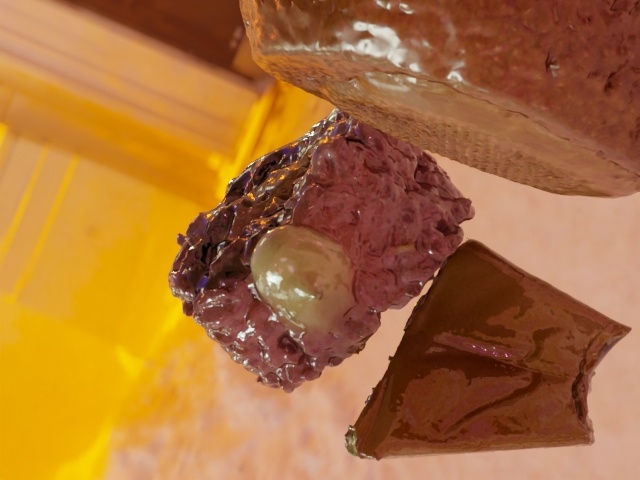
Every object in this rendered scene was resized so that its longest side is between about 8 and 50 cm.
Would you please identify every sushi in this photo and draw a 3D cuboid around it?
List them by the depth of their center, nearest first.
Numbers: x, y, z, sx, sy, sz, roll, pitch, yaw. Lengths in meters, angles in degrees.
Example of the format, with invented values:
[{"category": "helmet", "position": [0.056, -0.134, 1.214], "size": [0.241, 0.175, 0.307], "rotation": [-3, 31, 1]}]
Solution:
[{"category": "sushi", "position": [0.000, 0.000, 1.469], "size": [0.270, 0.171, 0.236], "rotation": [-38, 15, 23]}]

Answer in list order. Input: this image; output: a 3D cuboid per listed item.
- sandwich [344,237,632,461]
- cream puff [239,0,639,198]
[{"category": "sandwich", "position": [0.163, 0.148, 1.555], "size": [0.245, 0.212, 0.063], "rotation": [-61, -23, 3]}, {"category": "cream puff", "position": [0.101, -0.153, 0.951], "size": [0.303, 0.303, 0.212], "rotation": [-162, 92, -77]}]
